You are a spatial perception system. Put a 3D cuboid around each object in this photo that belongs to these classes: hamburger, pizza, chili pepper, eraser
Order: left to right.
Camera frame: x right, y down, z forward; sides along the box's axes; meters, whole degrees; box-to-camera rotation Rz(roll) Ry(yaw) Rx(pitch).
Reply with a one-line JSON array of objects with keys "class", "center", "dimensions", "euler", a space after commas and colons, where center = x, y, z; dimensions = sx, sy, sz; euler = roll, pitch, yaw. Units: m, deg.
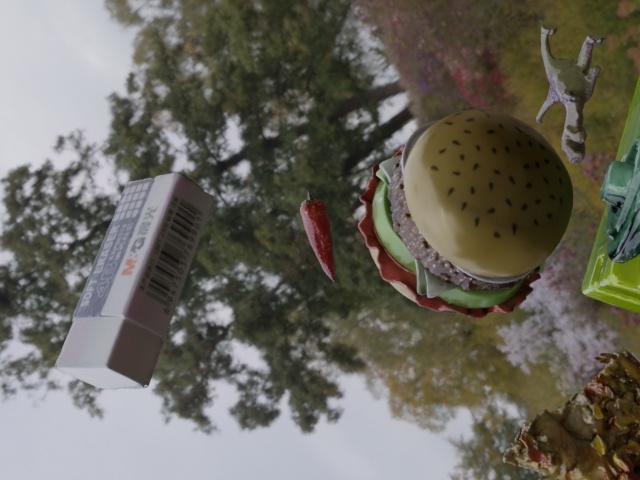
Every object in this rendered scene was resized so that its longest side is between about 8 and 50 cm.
[{"class": "eraser", "center": [-0.250, 0.053, 1.096], "dimensions": [0.086, 0.130, 0.287], "euler": [36, -121, -38]}, {"class": "chili pepper", "center": [0.000, 0.000, 1.340], "dimensions": [0.027, 0.045, 0.178], "euler": [-81, -21, -61]}, {"class": "hamburger", "center": [0.122, -0.028, 0.654], "dimensions": [0.175, 0.175, 0.137], "euler": [61, 157, 16]}, {"class": "pizza", "center": [0.446, 0.284, 1.273], "dimensions": [0.287, 0.074, 0.251], "euler": [16, -122, -1]}]

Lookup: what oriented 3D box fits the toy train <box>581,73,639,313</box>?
[{"class": "toy train", "center": [0.330, -0.115, 0.631], "dimensions": [0.179, 0.442, 0.272], "euler": [17, 174, 11]}]

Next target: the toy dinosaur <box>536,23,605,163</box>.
[{"class": "toy dinosaur", "center": [0.377, -0.238, 1.268], "dimensions": [0.251, 0.072, 0.200], "euler": [-112, 17, -62]}]
